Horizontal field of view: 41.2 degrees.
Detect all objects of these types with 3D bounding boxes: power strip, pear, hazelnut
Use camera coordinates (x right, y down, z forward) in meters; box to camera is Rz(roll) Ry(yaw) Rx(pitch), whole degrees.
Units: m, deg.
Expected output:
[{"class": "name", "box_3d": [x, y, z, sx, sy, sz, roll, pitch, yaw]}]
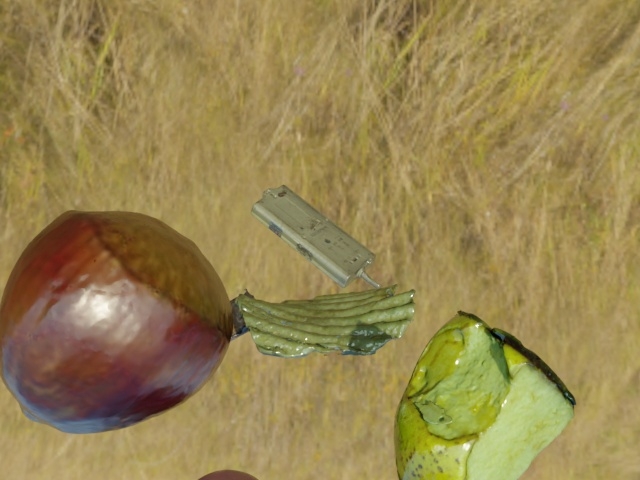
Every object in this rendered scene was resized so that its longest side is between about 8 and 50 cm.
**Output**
[{"class": "power strip", "box_3d": [0.000, 0.000, 1.479, 0.268, 0.092, 0.034, 38, 137, 16]}, {"class": "pear", "box_3d": [0.191, 0.246, 1.226, 0.164, 0.255, 0.238, 45, 174, -28]}, {"class": "hazelnut", "box_3d": [-0.360, 0.151, 1.481, 0.352, 0.421, 0.421, 23, 165, 28]}]

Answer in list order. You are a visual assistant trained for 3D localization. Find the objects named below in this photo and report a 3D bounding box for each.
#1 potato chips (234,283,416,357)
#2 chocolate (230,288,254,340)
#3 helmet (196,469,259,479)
[{"class": "potato chips", "box_3d": [0.008, 0.159, 1.892, 0.389, 0.097, 0.373, -5, -168, -8]}, {"class": "chocolate", "box_3d": [-0.284, 0.239, 2.046, 0.329, 0.102, 0.065, -29, 154, -13]}, {"class": "helmet", "box_3d": [-0.185, 0.622, 1.769, 0.270, 0.338, 0.197, 4, 119, -19]}]
